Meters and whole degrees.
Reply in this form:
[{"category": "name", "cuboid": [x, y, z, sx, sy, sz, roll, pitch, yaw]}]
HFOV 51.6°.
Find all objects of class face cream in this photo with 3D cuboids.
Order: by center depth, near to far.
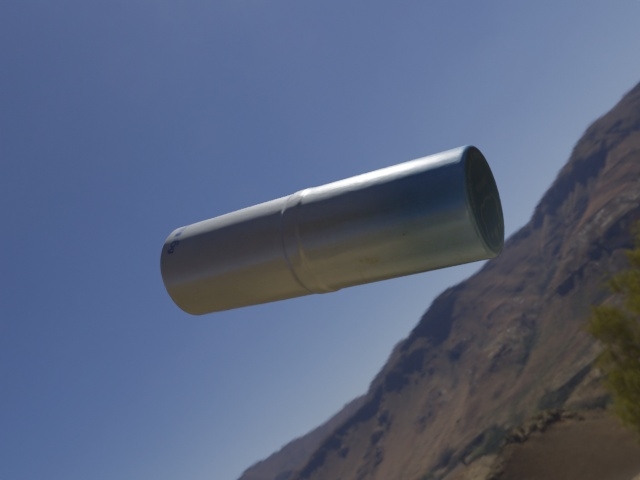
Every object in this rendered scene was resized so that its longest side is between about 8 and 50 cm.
[{"category": "face cream", "cuboid": [0.000, 0.000, 0.480, 0.250, 0.077, 0.077, -14, 0, 31]}]
